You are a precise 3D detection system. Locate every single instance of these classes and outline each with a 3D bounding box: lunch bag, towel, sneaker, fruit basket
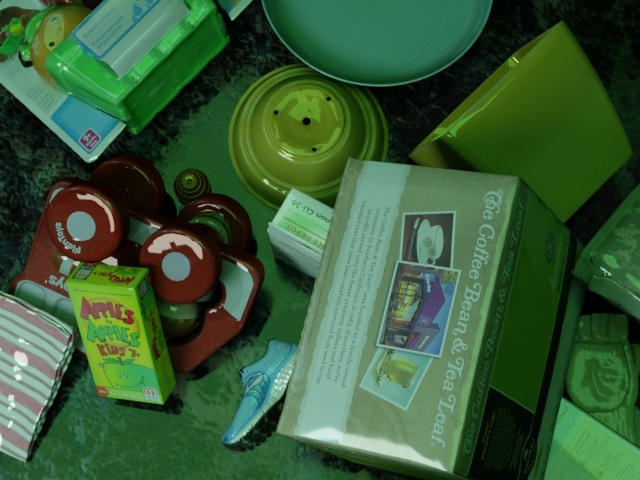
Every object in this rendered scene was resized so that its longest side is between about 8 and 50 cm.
[{"bbox_3d":[0.462,0.033,1.591,0.235,0.169,0.287,34,48,22],"label":"lunch bag"},{"bbox_3d":[-0.405,0.171,1.683,0.144,0.029,0.197,25,101,7],"label":"towel"},{"bbox_3d":[-0.079,0.197,1.699,0.073,0.063,0.162,28,75,24],"label":"sneaker"},{"bbox_3d":[-0.311,-0.326,1.753,0.353,0.165,0.327,43,82,12],"label":"fruit basket"}]

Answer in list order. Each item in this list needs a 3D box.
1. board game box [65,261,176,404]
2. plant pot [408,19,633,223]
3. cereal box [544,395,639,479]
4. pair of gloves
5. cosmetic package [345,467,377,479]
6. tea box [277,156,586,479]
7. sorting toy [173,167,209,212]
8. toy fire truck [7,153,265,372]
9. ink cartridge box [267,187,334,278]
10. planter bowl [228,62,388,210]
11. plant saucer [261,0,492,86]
[{"bbox_3d":[-0.242,0.114,1.609,0.092,0.181,0.043,5,37,19],"label":"board game box"},{"bbox_3d":[0.269,-0.124,1.686,0.212,0.212,0.187,-44,93,-8],"label":"plant pot"},{"bbox_3d":[0.343,0.323,1.646,0.240,0.047,0.173,35,94,8],"label":"cereal box"},{"bbox_3d":[0.435,0.178,1.695,0.240,0.042,0.204,-11,83,4],"label":"pair of gloves"},{"bbox_3d":[-0.009,0.493,1.420,0.329,0.394,0.327,-41,80,9],"label":"cosmetic package"},{"bbox_3d":[0.147,0.114,1.543,0.220,0.323,0.329,8,76,27],"label":"tea box"},{"bbox_3d":[-0.161,-0.051,1.751,0.061,0.042,0.102,-37,80,-7],"label":"sorting toy"},{"bbox_3d":[-0.234,0.051,1.678,0.302,0.169,0.253,25,112,4],"label":"toy fire truck"},{"bbox_3d":[0.000,0.000,1.658,0.115,0.198,0.067,28,80,6],"label":"ink cartridge box"},{"bbox_3d":[-0.018,-0.146,1.745,0.217,0.090,0.217,0,79,1],"label":"planter bowl"},{"bbox_3d":[0.075,-0.346,1.795,0.318,0.043,0.317,1,71,-2],"label":"plant saucer"}]
